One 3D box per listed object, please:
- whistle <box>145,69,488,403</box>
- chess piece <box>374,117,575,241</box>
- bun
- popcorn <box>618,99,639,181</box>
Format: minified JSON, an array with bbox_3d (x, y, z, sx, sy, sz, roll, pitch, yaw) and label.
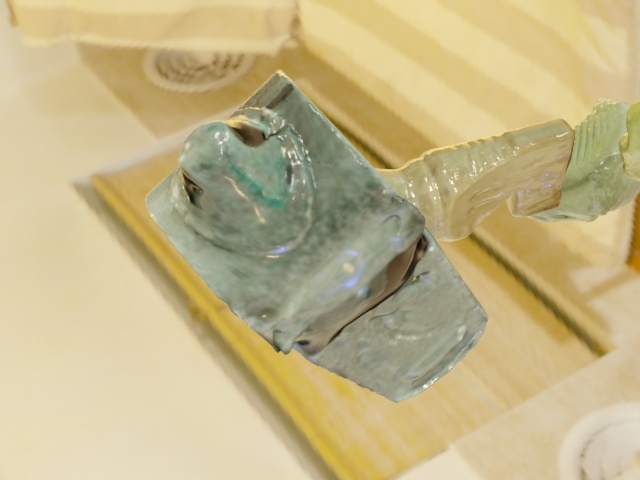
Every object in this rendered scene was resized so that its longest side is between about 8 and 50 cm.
[{"bbox_3d":[0.017,0.020,1.172,0.405,0.168,0.188,44,-175,-25],"label":"whistle"},{"bbox_3d":[0.156,-0.059,1.548,0.137,0.301,0.137,163,90,-85],"label":"chess piece"},{"bbox_3d":[0.364,-0.097,1.816,0.213,0.204,0.126,-3,131,44],"label":"bun"},{"bbox_3d":[0.439,-0.134,1.352,0.237,0.293,0.293,-132,24,-56],"label":"popcorn"}]
